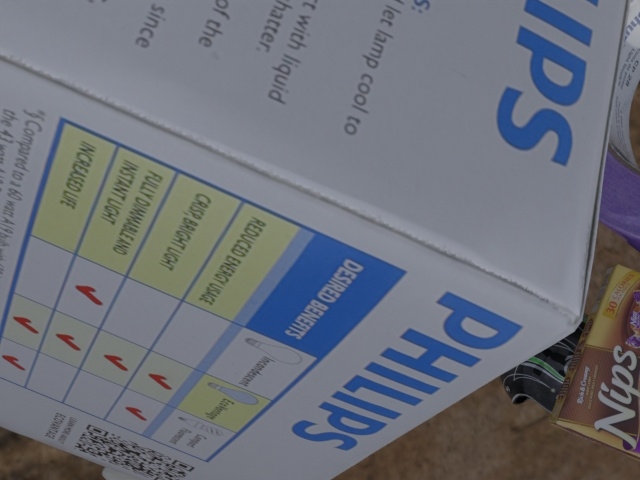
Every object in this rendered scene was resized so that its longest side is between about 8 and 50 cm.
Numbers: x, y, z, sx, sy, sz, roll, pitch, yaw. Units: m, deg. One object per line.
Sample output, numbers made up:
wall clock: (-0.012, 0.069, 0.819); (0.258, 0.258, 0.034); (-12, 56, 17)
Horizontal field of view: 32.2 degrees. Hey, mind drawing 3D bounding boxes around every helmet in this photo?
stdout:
helmet: (0.350, 0.180, 1.661); (0.169, 0.161, 0.169); (-31, 131, -42)

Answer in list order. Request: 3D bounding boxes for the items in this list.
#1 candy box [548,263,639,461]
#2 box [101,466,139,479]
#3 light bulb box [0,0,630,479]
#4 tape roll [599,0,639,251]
candy box: (0.331, 0.132, 1.195); (0.109, 0.053, 0.187); (23, 82, 5)
box: (-0.117, 0.285, 1.256); (0.094, 0.113, 0.275); (-55, 145, -7)
light bulb box: (-0.109, -0.063, 0.506); (0.361, 0.225, 0.358); (24, 150, -10)
tape roll: (0.307, -0.116, 0.839); (0.275, 0.275, 0.090); (-46, 143, 15)
